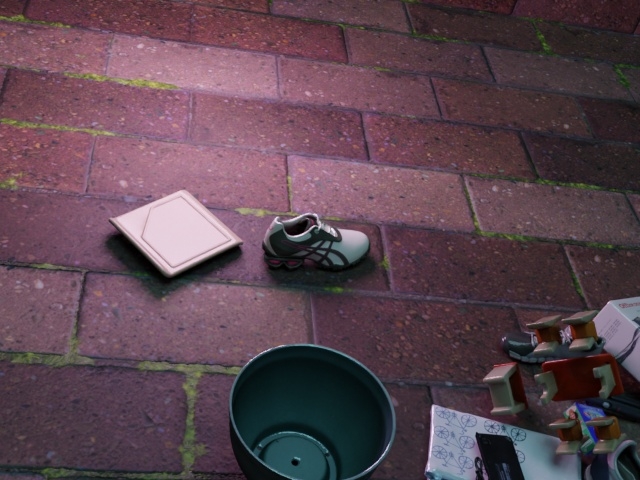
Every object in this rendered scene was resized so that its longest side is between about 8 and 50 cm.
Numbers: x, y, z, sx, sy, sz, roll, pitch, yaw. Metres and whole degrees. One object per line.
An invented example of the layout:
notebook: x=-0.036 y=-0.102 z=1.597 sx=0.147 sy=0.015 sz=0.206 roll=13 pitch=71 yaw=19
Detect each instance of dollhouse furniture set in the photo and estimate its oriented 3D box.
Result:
dollhouse furniture set: x=0.472 y=0.282 z=1.745 sx=0.135 sy=0.259 sz=0.262 roll=-13 pitch=89 yaw=-53

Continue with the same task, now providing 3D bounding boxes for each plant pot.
plant pot: x=-0.031 y=0.359 z=1.563 sx=0.293 sy=0.196 sz=0.293 roll=9 pitch=42 yaw=-8

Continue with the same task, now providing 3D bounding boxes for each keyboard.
keyboard: x=0.336 y=0.446 z=1.655 sx=0.108 sy=0.023 sz=0.180 roll=9 pitch=40 yaw=-18

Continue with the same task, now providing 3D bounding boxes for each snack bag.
snack bag: x=0.348 y=0.487 z=1.657 sx=0.323 sy=0.037 sz=0.343 roll=16 pitch=42 yaw=1

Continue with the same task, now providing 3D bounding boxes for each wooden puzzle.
wooden puzzle: x=-0.332 y=-0.015 z=2.006 sx=0.238 sy=0.044 sz=0.221 roll=-24 pitch=54 yaw=-41

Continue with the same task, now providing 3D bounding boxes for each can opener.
can opener: x=0.637 y=0.349 z=1.880 sx=0.186 sy=0.073 sz=0.059 roll=26 pitch=34 yaw=-2

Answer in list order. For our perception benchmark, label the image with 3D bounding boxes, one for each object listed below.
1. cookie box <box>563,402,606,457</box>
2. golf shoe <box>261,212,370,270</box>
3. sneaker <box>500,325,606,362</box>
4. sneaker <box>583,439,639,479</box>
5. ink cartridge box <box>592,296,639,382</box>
cookie box: x=0.563 y=0.395 z=1.797 sx=0.091 sy=0.040 sz=0.107 roll=18 pitch=36 yaw=-31
golf shoe: x=0.000 y=0.000 z=2.027 sx=0.272 sy=0.120 sz=0.105 roll=-4 pitch=43 yaw=-23
sneaker: x=0.524 y=0.212 z=1.938 sx=0.228 sy=0.132 sz=0.086 roll=11 pitch=41 yaw=-5
sneaker: x=0.618 y=0.522 z=1.622 sx=0.112 sy=0.131 sz=0.319 roll=-4 pitch=45 yaw=-31
ink cartridge box: x=0.744 y=0.241 z=1.963 sx=0.172 sy=0.100 sz=0.237 roll=-1 pitch=40 yaw=-47
